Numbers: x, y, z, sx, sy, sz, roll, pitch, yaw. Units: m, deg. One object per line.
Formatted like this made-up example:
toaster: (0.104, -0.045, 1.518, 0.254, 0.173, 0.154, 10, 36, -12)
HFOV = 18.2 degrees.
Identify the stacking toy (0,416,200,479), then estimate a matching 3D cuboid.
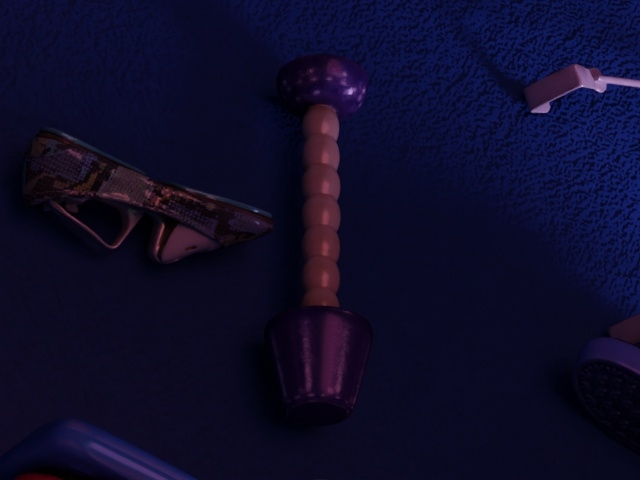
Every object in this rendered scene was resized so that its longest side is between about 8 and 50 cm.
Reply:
stacking toy: (-0.158, 0.270, 1.162, 0.165, 0.175, 0.302, 31, 65, -14)

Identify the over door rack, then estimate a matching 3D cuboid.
over door rack: (0.353, -0.042, 1.672, 0.324, 0.108, 0.240, -4, 69, -35)

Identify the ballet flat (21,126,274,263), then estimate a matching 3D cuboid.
ballet flat: (-0.123, -0.018, 1.382, 0.188, 0.070, 0.070, 20, 57, -22)

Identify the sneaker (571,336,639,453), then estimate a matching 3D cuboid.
sneaker: (0.292, 0.127, 1.568, 0.232, 0.081, 0.090, 35, 49, -23)

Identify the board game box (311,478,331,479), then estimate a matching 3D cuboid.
board game box: (-0.003, 0.399, 1.084, 0.390, 0.050, 0.390, -67, 141, -49)

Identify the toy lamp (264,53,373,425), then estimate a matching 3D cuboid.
toy lamp: (0.000, 0.000, 1.437, 0.080, 0.080, 0.275, 18, 56, -25)
